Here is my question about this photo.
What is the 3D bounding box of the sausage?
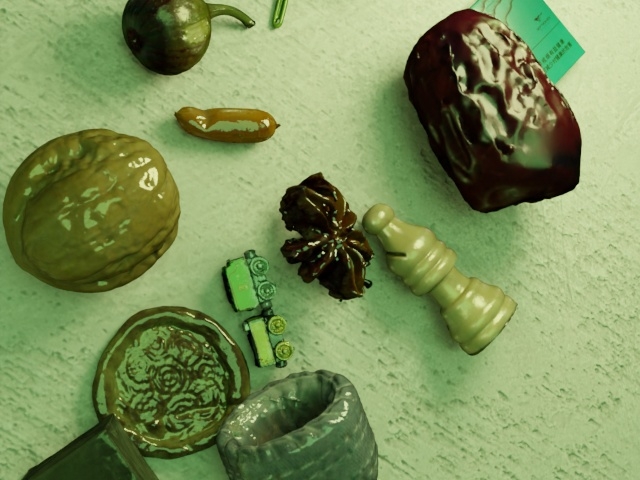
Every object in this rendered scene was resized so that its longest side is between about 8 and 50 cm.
[{"bbox_3d":[-0.156,-0.194,1.384,0.183,0.054,0.062,-1,50,-18],"label":"sausage"}]

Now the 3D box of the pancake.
[{"bbox_3d":[-0.235,0.223,1.301,0.250,0.031,0.250,3,81,-17],"label":"pancake"}]

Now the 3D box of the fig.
[{"bbox_3d":[-0.205,-0.362,1.360,0.245,0.149,0.149,-25,91,-34],"label":"fig"}]

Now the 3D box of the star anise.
[{"bbox_3d":[0.000,0.000,1.361,0.126,0.190,0.220,-20,89,19],"label":"star anise"}]

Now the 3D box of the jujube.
[{"bbox_3d":[0.304,-0.219,1.461,0.258,0.258,0.376,-31,80,-21],"label":"jujube"}]

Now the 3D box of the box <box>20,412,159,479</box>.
[{"bbox_3d":[-0.301,0.393,1.176,0.149,0.155,0.231,-34,93,-10],"label":"box"}]

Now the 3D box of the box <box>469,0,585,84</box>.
[{"bbox_3d":[0.404,-0.409,1.626,0.226,0.042,0.161,47,69,-8],"label":"box"}]

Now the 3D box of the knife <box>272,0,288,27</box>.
[{"bbox_3d":[-0.060,-0.467,1.479,0.022,0.026,0.184,8,78,22],"label":"knife"}]

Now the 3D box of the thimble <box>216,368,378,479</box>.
[{"bbox_3d":[-0.030,0.325,1.261,0.236,0.205,0.172,-33,112,-37],"label":"thimble"}]

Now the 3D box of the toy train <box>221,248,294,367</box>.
[{"bbox_3d":[-0.105,0.117,1.352,0.081,0.060,0.202,-16,87,-14],"label":"toy train"}]

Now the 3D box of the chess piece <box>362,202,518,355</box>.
[{"bbox_3d":[0.198,0.049,1.449,0.307,0.124,0.139,45,75,-3],"label":"chess piece"}]

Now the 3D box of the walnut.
[{"bbox_3d":[-0.335,-0.040,1.205,0.257,0.224,0.257,-7,105,-29],"label":"walnut"}]
